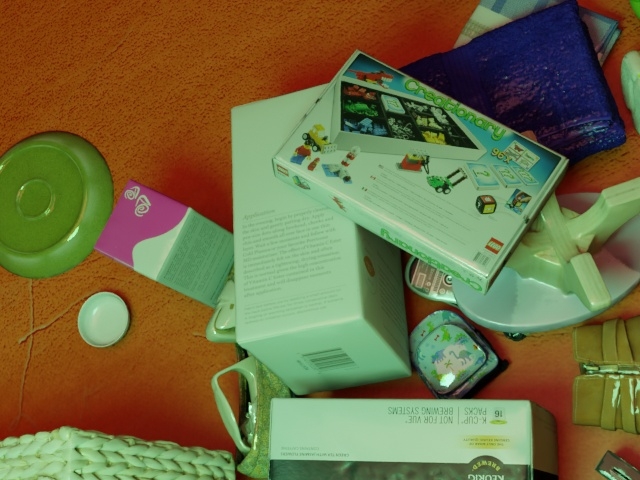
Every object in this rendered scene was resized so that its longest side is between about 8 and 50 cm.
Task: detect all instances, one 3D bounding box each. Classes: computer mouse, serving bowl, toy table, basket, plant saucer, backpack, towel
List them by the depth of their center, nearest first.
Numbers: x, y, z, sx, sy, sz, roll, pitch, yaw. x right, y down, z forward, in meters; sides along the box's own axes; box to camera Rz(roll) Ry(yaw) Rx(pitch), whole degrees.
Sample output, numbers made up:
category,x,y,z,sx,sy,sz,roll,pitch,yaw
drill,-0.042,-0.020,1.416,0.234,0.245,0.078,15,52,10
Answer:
category,x,y,z,sx,sy,sz,roll,pitch,yaw
toy table,0.298,0.003,1.557,0.274,0.161,0.252,-30,64,-5
basket,-0.307,0.402,1.580,0.328,0.331,0.266,-15,67,35
backpack,0.172,0.152,1.635,0.105,0.084,0.114,-42,65,3
towel,0.234,-0.179,1.659,0.308,0.076,0.227,-21,71,13
computer mouse,0.210,0.062,1.668,0.193,0.042,0.106,19,89,16
towel,0.266,-0.216,1.716,0.209,0.034,0.285,28,87,22
serving bowl,-0.320,0.120,1.841,0.083,0.027,0.083,-4,77,18
plant saucer,-0.439,-0.061,1.919,0.241,0.037,0.240,-5,75,18

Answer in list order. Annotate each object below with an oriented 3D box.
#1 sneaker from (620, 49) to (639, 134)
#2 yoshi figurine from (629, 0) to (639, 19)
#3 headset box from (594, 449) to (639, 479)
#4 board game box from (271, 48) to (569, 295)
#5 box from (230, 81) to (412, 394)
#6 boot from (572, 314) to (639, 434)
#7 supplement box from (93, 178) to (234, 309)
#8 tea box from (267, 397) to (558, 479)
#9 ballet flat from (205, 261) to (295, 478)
category,x,y,z,sx,sy,sz,roll,pitch,yaw
sneaker,0.491,-0.158,1.611,0.126,0.091,0.240,-20,70,-6
yoshi figurine,0.540,-0.397,1.621,0.362,0.203,0.203,-28,110,-4
headset box,0.378,0.293,1.532,0.062,0.083,0.032,34,90,22
board game box,0.120,-0.089,1.493,0.305,0.053,0.193,30,69,17
box,0.000,0.000,1.624,0.168,0.215,0.345,-12,61,17
boot,0.421,0.221,1.518,0.220,0.109,0.283,-5,74,16
supplement box,-0.202,0.010,1.722,0.111,0.220,0.114,25,87,22
tea box,0.119,0.365,1.530,0.329,0.220,0.323,-1,76,19
ballet flat,-0.100,0.158,1.700,0.123,0.123,0.348,-14,76,15
